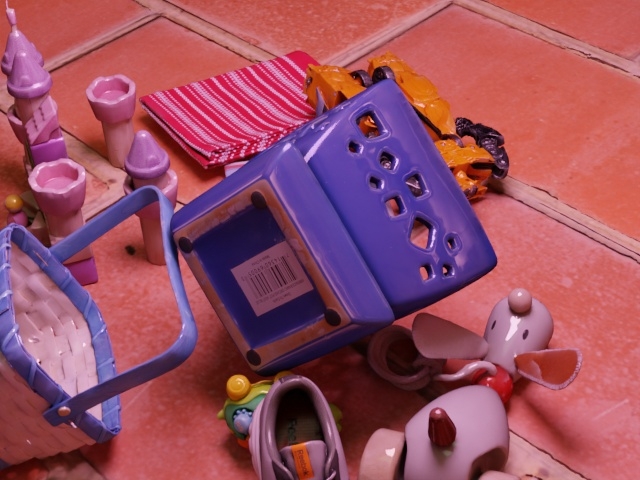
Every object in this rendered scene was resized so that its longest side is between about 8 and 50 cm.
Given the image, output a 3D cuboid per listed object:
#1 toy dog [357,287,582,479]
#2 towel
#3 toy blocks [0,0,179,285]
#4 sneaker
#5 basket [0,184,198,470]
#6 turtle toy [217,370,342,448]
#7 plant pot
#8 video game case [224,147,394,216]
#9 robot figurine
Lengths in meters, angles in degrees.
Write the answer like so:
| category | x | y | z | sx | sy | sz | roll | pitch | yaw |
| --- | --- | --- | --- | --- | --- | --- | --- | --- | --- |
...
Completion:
| category | x | y | z | sx | sy | sz | roll | pitch | yaw |
| --- | --- | --- | --- | --- | --- | --- | --- | --- | --- |
| toy dog | 0.150 | 0.149 | 1.221 | 0.220 | 0.161 | 0.334 | 0 | 41 | 5 |
| towel | -0.090 | -0.193 | 1.716 | 0.275 | 0.031 | 0.199 | -21 | 42 | -28 |
| toy blocks | -0.352 | -0.111 | 1.487 | 0.309 | 0.260 | 0.288 | -16 | 43 | -14 |
| sneaker | -0.013 | 0.252 | 1.126 | 0.100 | 0.108 | 0.272 | -10 | 64 | -9 |
| basket | -0.268 | 0.086 | 1.274 | 0.289 | 0.201 | 0.255 | -31 | 40 | 13 |
| turtle toy | -0.042 | 0.181 | 1.263 | 0.130 | 0.095 | 0.066 | -4 | 62 | 0 |
| plant pot | 0.000 | 0.000 | 1.263 | 0.236 | 0.236 | 0.212 | -28 | 2 | 43 |
| video game case | -0.008 | -0.017 | 1.531 | 0.204 | 0.025 | 0.285 | -8 | 41 | -5 |
| robot figurine | 0.111 | -0.140 | 1.589 | 0.211 | 0.085 | 0.291 | -14 | 48 | -30 |
